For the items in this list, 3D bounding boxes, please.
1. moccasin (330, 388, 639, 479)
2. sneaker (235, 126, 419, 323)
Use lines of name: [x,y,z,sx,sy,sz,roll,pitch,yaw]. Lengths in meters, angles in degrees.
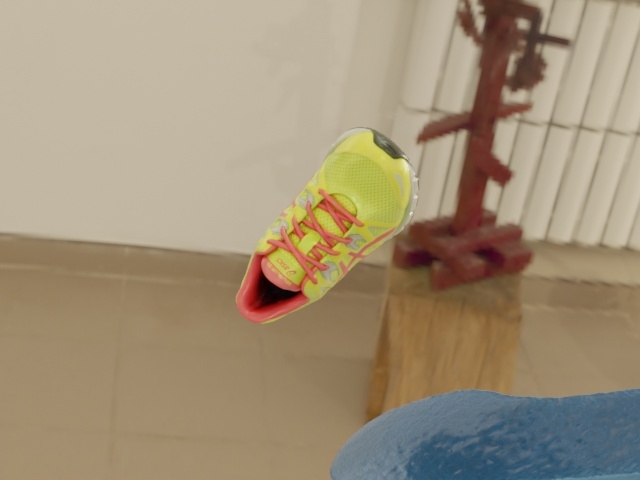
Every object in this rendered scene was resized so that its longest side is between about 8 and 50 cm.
moccasin: [0.155,0.189,0.925,0.342,0.117,0.138,-7,36,43]
sneaker: [0.000,0.000,0.959,0.081,0.208,0.094,42,45,6]
